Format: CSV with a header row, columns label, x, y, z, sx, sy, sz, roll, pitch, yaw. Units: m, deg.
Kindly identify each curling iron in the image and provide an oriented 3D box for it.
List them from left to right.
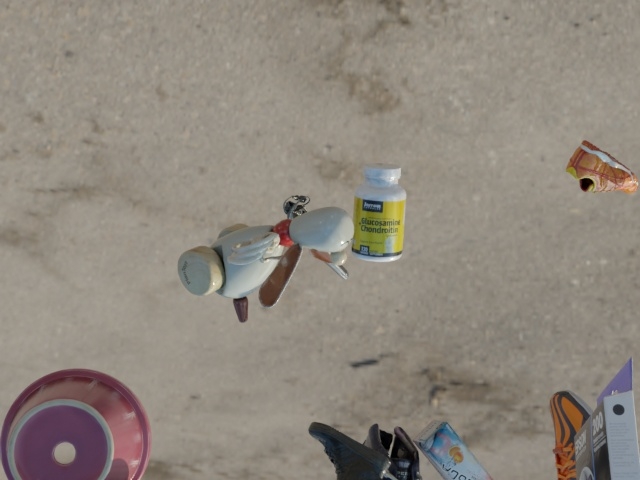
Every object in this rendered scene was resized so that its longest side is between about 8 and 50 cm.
label,x,y,z,sx,sy,sz,roll,pitch,yaw
curling iron,0.000,0.000,2.020,0.035,0.068,0.274,14,152,41

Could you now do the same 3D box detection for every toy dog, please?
label,x,y,z,sx,sy,sz,roll,pitch,yaw
toy dog,-0.083,0.051,1.607,0.220,0.161,0.334,-27,-168,-29

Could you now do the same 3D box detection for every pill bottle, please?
label,x,y,z,sx,sy,sz,roll,pitch,yaw
pill bottle,0.116,-0.057,1.927,0.103,0.184,0.103,2,-167,-1

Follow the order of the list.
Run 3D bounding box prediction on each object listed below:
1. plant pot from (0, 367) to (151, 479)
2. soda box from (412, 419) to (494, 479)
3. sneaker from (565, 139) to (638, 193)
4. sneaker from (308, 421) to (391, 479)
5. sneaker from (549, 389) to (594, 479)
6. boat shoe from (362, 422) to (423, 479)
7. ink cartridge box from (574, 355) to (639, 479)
label,x,y,z,sx,sy,sz,roll,pitch,yaw
plant pot,-0.325,0.267,1.272,0.201,0.201,0.180,9,171,-5
soda box,0.246,0.403,1.714,0.183,0.058,0.063,51,163,-6
sneaker,0.429,-0.102,1.495,0.175,0.064,0.067,19,111,-43
sneaker,0.041,0.354,1.507,0.170,0.089,0.051,25,161,16
sneaker,0.474,0.456,1.856,0.180,0.321,0.124,-18,166,-15
boat shoe,0.124,0.466,1.680,0.127,0.340,0.158,9,117,-21
ink cartridge box,0.376,0.281,1.288,0.045,0.208,0.206,3,155,4
